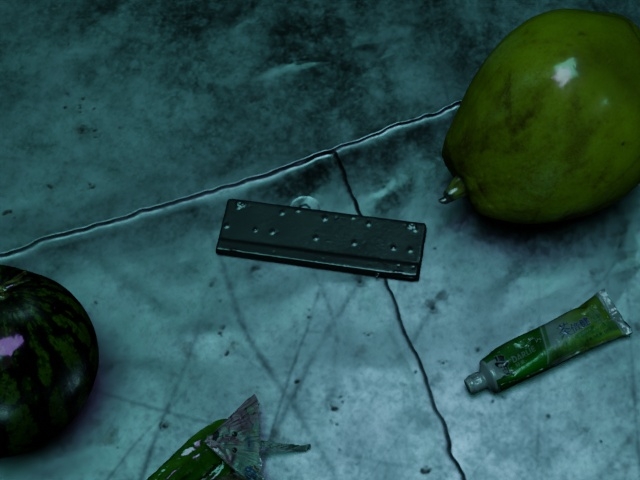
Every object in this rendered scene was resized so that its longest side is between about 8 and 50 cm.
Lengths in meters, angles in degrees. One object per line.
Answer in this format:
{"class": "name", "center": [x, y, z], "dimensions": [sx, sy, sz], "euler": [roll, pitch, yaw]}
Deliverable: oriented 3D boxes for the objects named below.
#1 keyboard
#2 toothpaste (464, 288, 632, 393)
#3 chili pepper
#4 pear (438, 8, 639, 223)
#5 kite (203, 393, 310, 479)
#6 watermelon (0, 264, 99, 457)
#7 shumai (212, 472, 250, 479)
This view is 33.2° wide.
{"class": "keyboard", "center": [0.000, 0.000, 1.607], "dimensions": [0.310, 0.018, 0.101], "euler": [7, 64, 8]}
{"class": "toothpaste", "center": [0.313, 0.150, 1.498], "dimensions": [0.248, 0.047, 0.078], "euler": [-25, 67, -9]}
{"class": "chili pepper", "center": [-0.195, 0.345, 1.426], "dimensions": [0.257, 0.100, 0.074], "euler": [-47, 42, -14]}
{"class": "pear", "center": [0.325, -0.162, 1.530], "dimensions": [0.375, 0.287, 0.287], "euler": [-35, 66, 6]}
{"class": "kite", "center": [-0.084, 0.273, 1.447], "dimensions": [0.157, 0.011, 0.139], "euler": [10, 61, -24]}
{"class": "watermelon", "center": [-0.438, 0.161, 1.443], "dimensions": [0.269, 0.269, 0.269], "euler": [-2, 64, 4]}
{"class": "shumai", "center": [-0.159, 0.452, 1.266], "dimensions": [0.263, 0.304, 0.309], "euler": [-18, 62, 8]}
